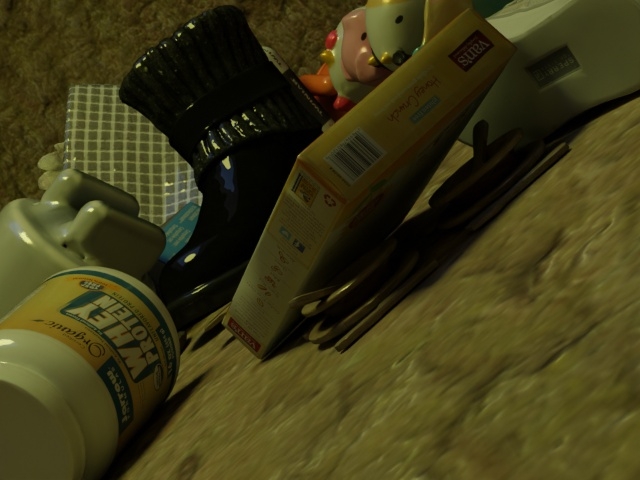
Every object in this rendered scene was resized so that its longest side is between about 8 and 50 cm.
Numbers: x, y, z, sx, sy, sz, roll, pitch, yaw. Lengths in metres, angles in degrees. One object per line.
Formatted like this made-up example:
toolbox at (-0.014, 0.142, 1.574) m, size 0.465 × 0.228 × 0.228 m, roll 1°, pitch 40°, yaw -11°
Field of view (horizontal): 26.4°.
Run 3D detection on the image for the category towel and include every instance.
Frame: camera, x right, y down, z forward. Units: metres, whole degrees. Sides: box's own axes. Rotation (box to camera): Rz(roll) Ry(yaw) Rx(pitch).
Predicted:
towel at (-0.252, -0.100, 1.949) m, size 0.121 × 0.235 × 0.283 m, roll 102°, pitch 166°, yaw -53°

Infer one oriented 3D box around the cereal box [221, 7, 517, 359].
cereal box at (0.025, -0.030, 0.910) m, size 0.173 × 0.047 × 0.240 m, roll -43°, pitch -8°, yaw -30°

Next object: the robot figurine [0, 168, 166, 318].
robot figurine at (-0.323, 0.095, 1.539) m, size 0.353 × 0.200 × 0.300 m, roll -53°, pitch 43°, yaw 10°

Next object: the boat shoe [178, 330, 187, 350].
boat shoe at (-0.215, 0.119, 1.349) m, size 0.095 × 0.095 × 0.257 m, roll -37°, pitch 6°, yaw 25°

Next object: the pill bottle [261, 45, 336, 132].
pill bottle at (-0.068, -0.152, 1.706) m, size 0.130 × 0.245 × 0.130 m, roll -39°, pitch 6°, yaw 5°

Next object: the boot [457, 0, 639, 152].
boot at (0.175, -0.135, 0.892) m, size 0.123 × 0.095 × 0.258 m, roll -36°, pitch 12°, yaw -26°

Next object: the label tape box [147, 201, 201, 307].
label tape box at (-0.202, 0.049, 1.743) m, size 0.334 × 0.106 × 0.240 m, roll -39°, pitch 7°, yaw 17°

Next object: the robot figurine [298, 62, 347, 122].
robot figurine at (0.065, -0.197, 1.761) m, size 0.158 × 0.128 × 0.219 m, roll -39°, pitch 7°, yaw -27°

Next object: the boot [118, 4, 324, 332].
boot at (-0.120, -0.080, 1.424) m, size 0.131 × 0.260 × 0.348 m, roll -35°, pitch 7°, yaw 39°

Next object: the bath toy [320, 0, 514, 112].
bath toy at (0.085, -0.196, 1.409) m, size 0.129 × 0.151 × 0.348 m, roll -57°, pitch 17°, yaw -7°

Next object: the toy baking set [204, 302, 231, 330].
toy baking set at (0.004, -0.004, 1.234) m, size 0.197 × 0.030 × 0.256 m, roll -39°, pitch 5°, yaw 44°

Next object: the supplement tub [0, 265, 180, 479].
supplement tub at (-0.206, 0.117, 1.067) m, size 0.144 × 0.144 × 0.199 m, roll -38°, pitch 7°, yaw 25°

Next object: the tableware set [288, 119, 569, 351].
tableware set at (0.058, -0.010, 0.858) m, size 0.194 × 0.039 × 0.128 m, roll -41°, pitch 6°, yaw -9°

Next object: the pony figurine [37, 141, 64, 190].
pony figurine at (-0.258, -0.034, 2.151) m, size 0.351 × 0.303 × 0.363 m, roll -34°, pitch -15°, yaw -45°
